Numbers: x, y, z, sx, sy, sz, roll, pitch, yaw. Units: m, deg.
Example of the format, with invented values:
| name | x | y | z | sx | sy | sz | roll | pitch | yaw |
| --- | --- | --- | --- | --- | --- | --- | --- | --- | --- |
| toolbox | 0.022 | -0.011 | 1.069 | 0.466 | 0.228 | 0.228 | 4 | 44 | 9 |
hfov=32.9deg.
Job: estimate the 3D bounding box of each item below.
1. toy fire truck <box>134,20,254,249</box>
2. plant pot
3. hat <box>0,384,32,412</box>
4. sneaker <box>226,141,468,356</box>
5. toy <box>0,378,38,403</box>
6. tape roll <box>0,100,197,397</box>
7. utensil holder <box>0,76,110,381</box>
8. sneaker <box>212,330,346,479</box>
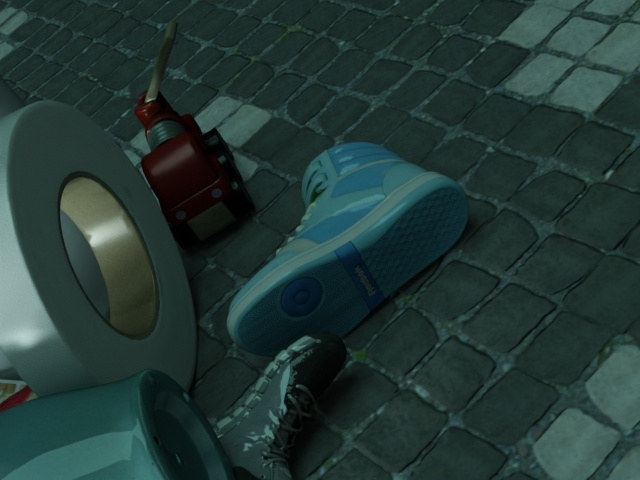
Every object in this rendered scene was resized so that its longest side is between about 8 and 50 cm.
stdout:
| name | x | y | z | sx | sy | sz | roll | pitch | yaw |
| --- | --- | --- | --- | --- | --- | --- | --- | --- | --- |
| toy fire truck | -0.198 | -0.151 | 1.510 | 0.158 | 0.246 | 0.217 | -31 | 37 | 4 |
| plant pot | -0.227 | 0.259 | 1.045 | 0.255 | 0.272 | 0.272 | -31 | 37 | 8 |
| hat | -0.395 | 0.214 | 1.266 | 0.208 | 0.173 | 0.184 | 5 | 79 | 4 |
| sneaker | 0.000 | 0.000 | 1.306 | 0.319 | 0.127 | 0.208 | -31 | 38 | -13 |
| toy | -0.474 | 0.238 | 1.417 | 0.237 | 0.056 | 0.137 | 1 | 65 | 30 |
| tape roll | -0.267 | 0.027 | 1.250 | 0.072 | 0.392 | 0.392 | -22 | 38 | 14 |
| utensil holder | -0.480 | -0.035 | 1.474 | 0.327 | 0.385 | 0.328 | -19 | 40 | 17 |
| sneaker | -0.035 | 0.210 | 1.140 | 0.229 | 0.086 | 0.132 | -46 | 42 | 1 |
